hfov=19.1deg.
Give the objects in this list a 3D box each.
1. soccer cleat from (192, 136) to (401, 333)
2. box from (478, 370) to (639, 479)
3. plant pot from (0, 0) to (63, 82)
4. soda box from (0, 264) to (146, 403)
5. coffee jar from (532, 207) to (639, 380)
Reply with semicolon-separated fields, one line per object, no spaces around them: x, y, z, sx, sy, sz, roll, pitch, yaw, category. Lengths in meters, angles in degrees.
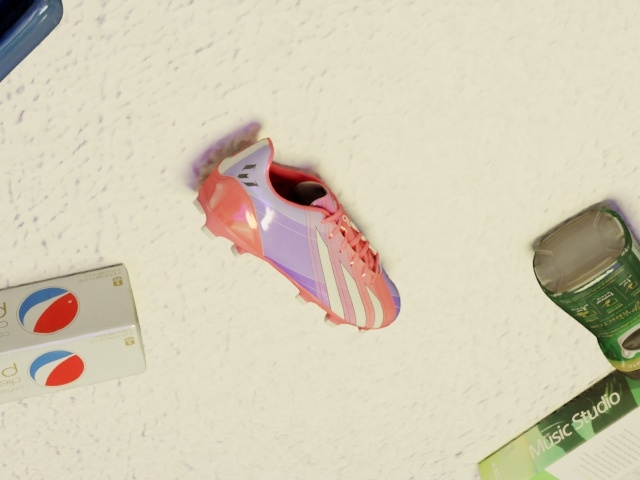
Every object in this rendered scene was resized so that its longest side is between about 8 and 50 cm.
0.000;0.000;1.615;0.095;0.083;0.248;-41;130;19;soccer cleat
0.355;0.208;1.959;0.322;0.058;0.232;-38;133;21;box
-0.307;-0.187;1.214;0.236;0.236;0.212;-40;139;25;plant pot
-0.262;0.090;1.629;0.216;0.074;0.069;-12;138;-4;soda box
0.277;0.054;1.752;0.096;0.079;0.184;-33;134;13;coffee jar
